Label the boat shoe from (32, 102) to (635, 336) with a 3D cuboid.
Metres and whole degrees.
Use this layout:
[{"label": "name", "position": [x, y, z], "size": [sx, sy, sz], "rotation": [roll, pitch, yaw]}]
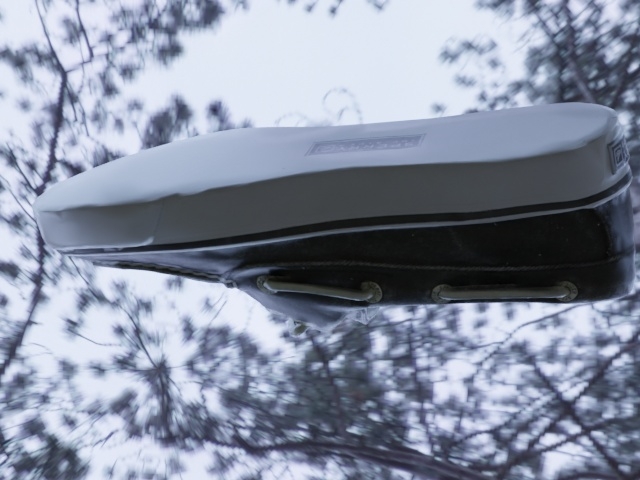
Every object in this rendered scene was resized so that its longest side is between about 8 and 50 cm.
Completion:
[{"label": "boat shoe", "position": [0.000, 0.000, 0.502], "size": [0.219, 0.078, 0.070], "rotation": [-3, -69, 22]}]
